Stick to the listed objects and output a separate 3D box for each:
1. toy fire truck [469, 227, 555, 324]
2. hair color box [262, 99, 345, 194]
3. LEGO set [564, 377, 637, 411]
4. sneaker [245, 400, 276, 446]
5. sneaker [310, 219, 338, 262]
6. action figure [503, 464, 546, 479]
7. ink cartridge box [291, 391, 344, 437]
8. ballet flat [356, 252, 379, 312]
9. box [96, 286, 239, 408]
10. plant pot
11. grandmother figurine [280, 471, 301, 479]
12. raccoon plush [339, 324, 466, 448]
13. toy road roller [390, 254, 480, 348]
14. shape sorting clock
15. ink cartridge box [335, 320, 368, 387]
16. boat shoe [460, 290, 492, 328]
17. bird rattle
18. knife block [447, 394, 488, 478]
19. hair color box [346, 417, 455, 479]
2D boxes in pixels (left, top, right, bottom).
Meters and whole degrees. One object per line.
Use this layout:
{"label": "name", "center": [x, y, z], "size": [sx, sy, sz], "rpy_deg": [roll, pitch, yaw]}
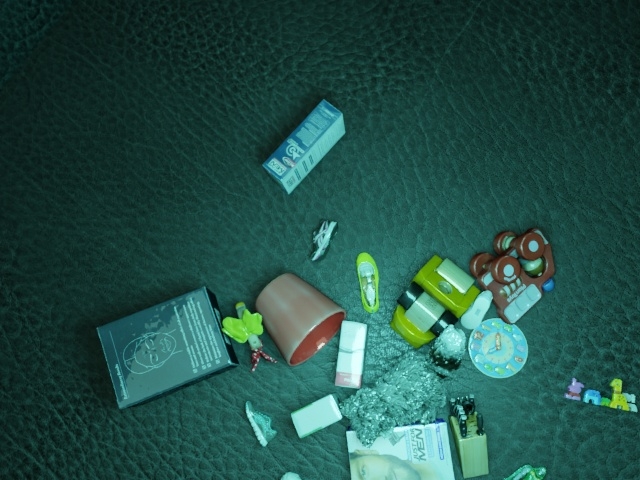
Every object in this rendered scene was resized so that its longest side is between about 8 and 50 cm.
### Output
{"label": "toy fire truck", "center": [0.699, 0.114, 1.726], "size": [0.302, 0.169, 0.254], "rpy_deg": [-39, 101, -11]}
{"label": "hair color box", "center": [-0.058, -0.360, 1.904], "size": [0.105, 0.174, 0.347], "rpy_deg": [40, 84, 14]}
{"label": "LEGO set", "center": [0.953, 0.505, 1.638], "size": [0.227, 0.087, 0.093], "rpy_deg": [10, 79, 8]}
{"label": "sneaker", "center": [-0.214, 0.649, 1.765], "size": [0.076, 0.065, 0.166], "rpy_deg": [-26, 79, -16]}
{"label": "sneaker", "center": [0.000, 0.000, 1.881], "size": [0.077, 0.072, 0.178], "rpy_deg": [22, 73, 23]}
{"label": "action figure", "center": [0.655, 0.825, 1.617], "size": [0.232, 0.063, 0.137], "rpy_deg": [-38, 73, -6]}
{"label": "ink cartridge box", "center": [-0.001, 0.590, 1.669], "size": [0.153, 0.208, 0.087], "rpy_deg": [-26, 73, 0]}
{"label": "ballet flat", "center": [0.179, 0.151, 1.812], "size": [0.077, 0.077, 0.231], "rpy_deg": [-8, 76, 6]}
{"label": "box", "center": [-0.533, 0.383, 1.750], "size": [0.395, 0.212, 0.293], "rpy_deg": [-20, 76, -7]}
{"label": "plant pot", "center": [-0.086, 0.264, 1.737], "size": [0.275, 0.275, 0.243], "rpy_deg": [-44, 67, -4]}
{"label": "grandmother figurine", "center": [-0.148, 0.959, 1.662], "size": [0.208, 0.104, 0.342], "rpy_deg": [23, 84, 2]}
{"label": "raccoon plush", "center": [0.238, 0.445, 1.547], "size": [0.299, 0.446, 0.216], "rpy_deg": [-10, 34, -34]}
{"label": "toy road roller", "center": [0.383, 0.232, 1.735], "size": [0.202, 0.240, 0.329], "rpy_deg": [41, 48, 14]}
{"label": "shape sorting clock", "center": [0.626, 0.379, 1.728], "size": [0.206, 0.040, 0.206], "rpy_deg": [-1, 77, 7]}
{"label": "ink cartridge box", "center": [0.113, 0.399, 1.722], "size": [0.092, 0.158, 0.218], "rpy_deg": [4, 78, 9]}
{"label": "boat shoe", "center": [0.549, 0.241, 1.715], "size": [0.066, 0.184, 0.063], "rpy_deg": [30, 49, 23]}
{"label": "bird rattle", "center": [-0.243, 0.332, 1.769], "size": [0.143, 0.253, 0.207], "rpy_deg": [-28, 38, -1]}
{"label": "knife block", "center": [0.484, 0.640, 1.582], "size": [0.088, 0.242, 0.275], "rpy_deg": [-13, 77, 5]}
{"label": "hair color box", "center": [0.266, 0.719, 1.661], "size": [0.339, 0.110, 0.185], "rpy_deg": [-8, 78, 7]}
